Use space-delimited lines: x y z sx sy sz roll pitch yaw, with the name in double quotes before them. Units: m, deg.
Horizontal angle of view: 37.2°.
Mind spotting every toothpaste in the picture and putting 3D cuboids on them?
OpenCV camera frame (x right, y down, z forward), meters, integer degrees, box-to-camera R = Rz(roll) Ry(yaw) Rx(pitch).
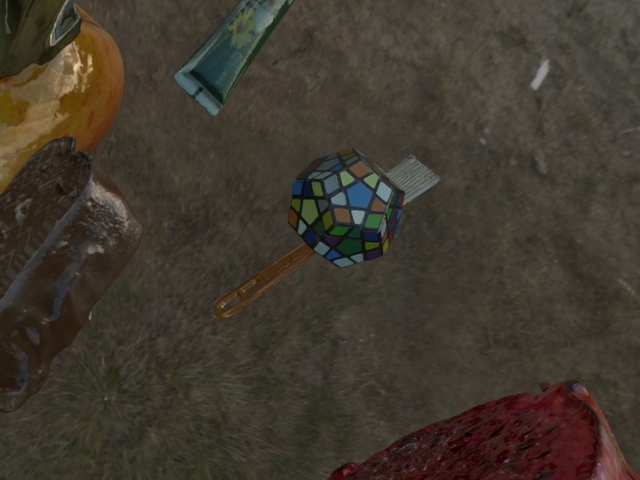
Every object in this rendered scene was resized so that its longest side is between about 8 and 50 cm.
"toothpaste" -0.044 -0.193 0.773 0.049 0.031 0.204 43 76 -32

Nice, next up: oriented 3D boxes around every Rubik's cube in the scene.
"Rubik's cube" 0.029 -0.037 1.052 0.133 0.112 0.133 2 79 -10

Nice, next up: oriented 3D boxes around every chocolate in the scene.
"chocolate" -0.238 0.025 0.794 0.214 0.148 0.093 -51 129 -6

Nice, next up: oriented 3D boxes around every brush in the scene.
"brush" 0.000 0.000 1.143 0.314 0.090 0.017 -35 119 -2

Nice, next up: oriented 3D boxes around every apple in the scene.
"apple" -0.394 -0.182 1.136 0.299 0.299 0.275 28 105 -7

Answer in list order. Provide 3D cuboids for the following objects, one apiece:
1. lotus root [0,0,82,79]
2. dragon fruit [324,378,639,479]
"lotus root" -0.248 -0.278 0.745 0.142 0.314 0.210 36 33 4
"dragon fruit" 0.079 0.279 0.626 0.386 0.371 0.249 -34 94 -17
